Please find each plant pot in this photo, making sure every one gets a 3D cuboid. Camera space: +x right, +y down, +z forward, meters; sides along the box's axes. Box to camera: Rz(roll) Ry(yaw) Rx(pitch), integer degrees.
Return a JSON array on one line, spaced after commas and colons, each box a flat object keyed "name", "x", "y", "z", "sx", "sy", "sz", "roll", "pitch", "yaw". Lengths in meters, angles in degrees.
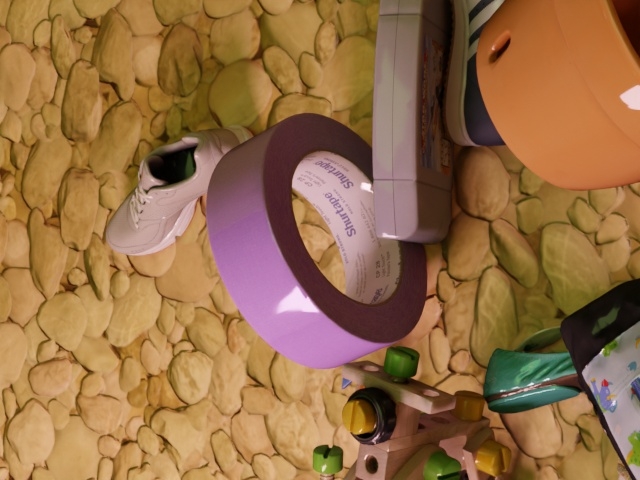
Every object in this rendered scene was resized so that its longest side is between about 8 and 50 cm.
[{"name": "plant pot", "x": 0.287, "y": -0.174, "z": 1.543, "sx": 0.203, "sy": 0.291, "sz": 0.291, "roll": -30, "pitch": 69, "yaw": 45}]

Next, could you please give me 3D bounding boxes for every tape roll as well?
[{"name": "tape roll", "x": 0.000, "y": 0.000, "z": 1.817, "sx": 0.090, "sy": 0.274, "sz": 0.275, "roll": -26, "pitch": 72, "yaw": 35}]

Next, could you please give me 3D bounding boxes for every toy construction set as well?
[{"name": "toy construction set", "x": 0.094, "y": 0.206, "z": 1.749, "sx": 0.309, "sy": 0.257, "sz": 0.237, "roll": -144, "pitch": 52, "yaw": -66}]

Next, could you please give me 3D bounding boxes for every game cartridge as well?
[{"name": "game cartridge", "x": 0.105, "y": -0.146, "z": 1.791, "sx": 0.062, "sy": 0.198, "sz": 0.297, "roll": 2, "pitch": 89, "yaw": 12}]

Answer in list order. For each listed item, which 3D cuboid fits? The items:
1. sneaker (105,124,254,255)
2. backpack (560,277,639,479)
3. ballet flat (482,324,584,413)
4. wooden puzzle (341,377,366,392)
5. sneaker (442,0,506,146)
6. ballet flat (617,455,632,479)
[{"name": "sneaker", "x": -0.205, "y": -0.070, "z": 2.083, "sx": 0.262, "sy": 0.121, "sz": 0.099, "roll": -38, "pitch": 64, "yaw": 31}, {"name": "backpack", "x": 0.401, "y": 0.211, "z": 1.425, "sx": 0.273, "sy": 0.290, "sz": 0.356, "roll": -33, "pitch": 47, "yaw": 31}, {"name": "ballet flat", "x": 0.277, "y": 0.125, "z": 1.716, "sx": 0.247, "sy": 0.083, "sz": 0.087, "roll": -12, "pitch": 67, "yaw": 36}, {"name": "wooden puzzle", "x": 0.065, "y": 0.193, "z": 1.922, "sx": 0.116, "sy": 0.014, "sz": 0.079, "roll": 19, "pitch": 99, "yaw": 38}, {"name": "sneaker", "x": 0.220, "y": -0.239, "z": 1.767, "sx": 0.153, "sy": 0.099, "sz": 0.282, "roll": 8, "pitch": 97, "yaw": 41}, {"name": "ballet flat", "x": 0.359, "y": 0.309, "z": 1.590, "sx": 0.123, "sy": 0.123, "sz": 0.348, "roll": -48, "pitch": 56, "yaw": 26}]
